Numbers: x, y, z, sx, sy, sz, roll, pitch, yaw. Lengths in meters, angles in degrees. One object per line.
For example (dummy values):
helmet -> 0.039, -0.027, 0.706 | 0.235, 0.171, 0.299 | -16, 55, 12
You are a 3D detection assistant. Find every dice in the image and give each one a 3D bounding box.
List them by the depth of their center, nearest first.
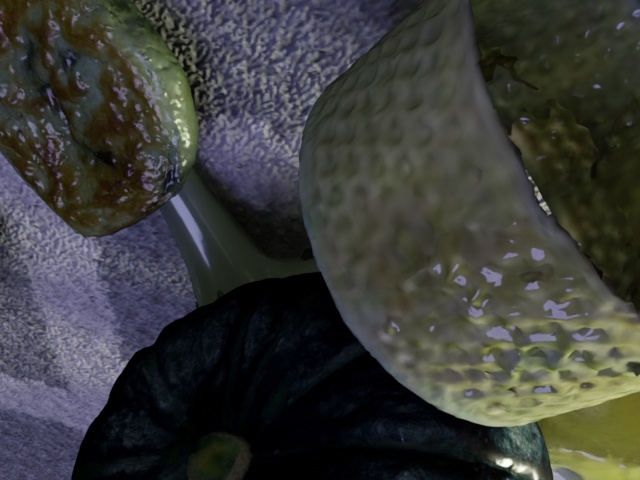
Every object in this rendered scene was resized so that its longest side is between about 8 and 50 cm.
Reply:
dice -> 0.235, 0.164, 0.708 | 0.169, 0.166, 0.169 | 16, 138, 3

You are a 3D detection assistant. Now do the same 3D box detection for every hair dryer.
hair dryer -> -0.034, -0.017, 0.699 | 0.267, 0.092, 0.229 | -37, 110, 27

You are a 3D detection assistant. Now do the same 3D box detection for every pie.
pie -> -0.204, -0.107, 0.633 | 0.240, 0.054, 0.241 | 14, 127, 19

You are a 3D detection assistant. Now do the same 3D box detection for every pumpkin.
pumpkin -> -0.007, 0.194, 0.578 | 0.363, 0.364, 0.266 | -11, 141, 28

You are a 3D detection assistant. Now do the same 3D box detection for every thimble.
thimble -> 0.131, -0.036, 0.470 | 0.270, 0.271, 0.150 | 37, 137, -20

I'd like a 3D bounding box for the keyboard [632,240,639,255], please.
keyboard -> 0.338, -0.047, 0.510 | 0.317, 0.106, 0.027 | -32, 80, 42
